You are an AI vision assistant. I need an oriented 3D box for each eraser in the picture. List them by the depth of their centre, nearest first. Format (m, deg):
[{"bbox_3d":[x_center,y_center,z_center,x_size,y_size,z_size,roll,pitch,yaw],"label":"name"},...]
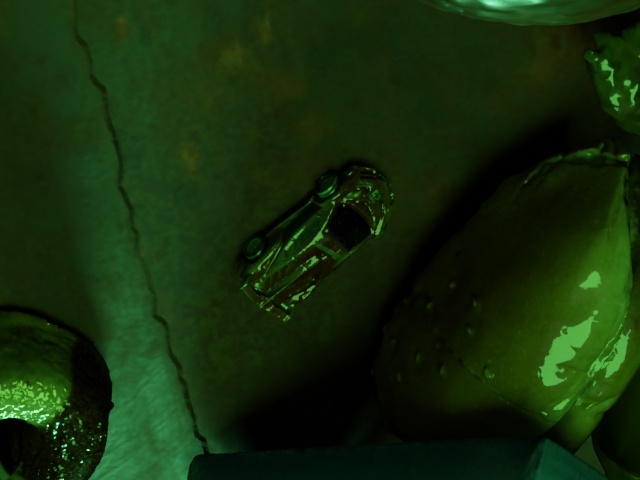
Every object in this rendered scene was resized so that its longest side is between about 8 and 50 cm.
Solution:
[{"bbox_3d":[0.060,0.188,1.180,0.312,0.042,0.144,-9,148,38],"label":"eraser"}]

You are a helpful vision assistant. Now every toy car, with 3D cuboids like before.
[{"bbox_3d":[0.000,0.000,1.134,0.122,0.035,0.059,-39,125,15],"label":"toy car"}]

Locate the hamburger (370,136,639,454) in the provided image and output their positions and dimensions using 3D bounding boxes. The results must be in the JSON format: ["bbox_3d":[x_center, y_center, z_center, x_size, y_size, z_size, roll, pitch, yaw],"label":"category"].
[{"bbox_3d":[0.144,0.063,1.151,0.144,0.156,0.283,19,126,-22],"label":"hamburger"}]

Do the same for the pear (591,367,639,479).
[{"bbox_3d":[0.357,0.102,1.212,0.336,0.285,0.285,-51,137,-27],"label":"pear"}]

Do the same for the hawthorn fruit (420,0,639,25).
[{"bbox_3d":[0.081,-0.314,0.708,0.403,0.403,0.402,-10,129,-12],"label":"hawthorn fruit"}]

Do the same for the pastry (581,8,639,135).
[{"bbox_3d":[0.310,-0.123,1.095,0.235,0.132,0.240,-31,123,17],"label":"pastry"}]

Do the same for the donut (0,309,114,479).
[{"bbox_3d":[-0.227,0.137,1.141,0.184,0.073,0.166,-39,126,11],"label":"donut"}]
